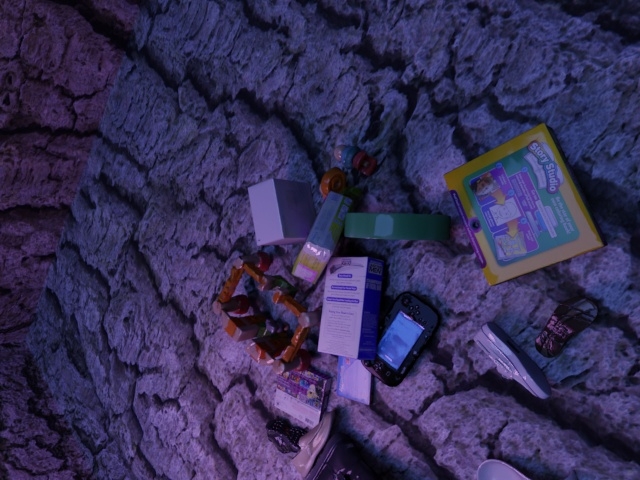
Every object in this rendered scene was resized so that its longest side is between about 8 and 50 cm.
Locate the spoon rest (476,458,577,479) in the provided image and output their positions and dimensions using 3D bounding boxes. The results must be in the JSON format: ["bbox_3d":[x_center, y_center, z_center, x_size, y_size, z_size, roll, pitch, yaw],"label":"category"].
[{"bbox_3d":[0.582,0.696,1.376,0.276,0.084,0.137,-19,79,34],"label":"spoon rest"}]

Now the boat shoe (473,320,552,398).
[{"bbox_3d":[0.554,0.358,1.397,0.084,0.095,0.258,-56,50,28],"label":"boat shoe"}]

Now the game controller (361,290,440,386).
[{"bbox_3d":[0.265,0.332,1.607,0.166,0.067,0.319,38,109,31],"label":"game controller"}]

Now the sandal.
[{"bbox_3d":[0.677,0.237,1.320,0.090,0.060,0.219,44,130,34],"label":"sandal"}]

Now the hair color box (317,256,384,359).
[{"bbox_3d":[0.105,0.228,1.662,0.185,0.110,0.339,-1,80,44],"label":"hair color box"}]

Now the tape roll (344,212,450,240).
[{"bbox_3d":[0.234,-0.044,1.477,0.321,0.321,0.077,2,92,37],"label":"tape roll"}]

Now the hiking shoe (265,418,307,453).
[{"bbox_3d":[-0.118,0.804,1.912,0.226,0.086,0.114,20,125,30],"label":"hiking shoe"}]

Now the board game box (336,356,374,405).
[{"bbox_3d":[0.131,0.440,1.743,0.145,0.027,0.282,6,94,35],"label":"board game box"}]

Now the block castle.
[{"bbox_3d":[-0.179,0.277,1.864,0.453,0.212,0.303,36,107,29],"label":"block castle"}]

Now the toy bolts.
[{"bbox_3d":[0.061,-0.245,1.695,0.158,0.218,0.229,33,92,38],"label":"toy bolts"}]

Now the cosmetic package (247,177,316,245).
[{"bbox_3d":[-0.136,-0.103,1.812,0.138,0.224,0.224,-15,82,36],"label":"cosmetic package"}]

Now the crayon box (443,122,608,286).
[{"bbox_3d":[0.568,-0.093,1.363,0.313,0.106,0.363,-27,75,33],"label":"crayon box"}]

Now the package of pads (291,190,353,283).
[{"bbox_3d":[0.000,0.000,1.639,0.101,0.229,0.296,24,151,-1],"label":"package of pads"}]

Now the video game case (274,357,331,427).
[{"bbox_3d":[-0.073,0.597,1.887,0.232,0.041,0.210,14,100,35],"label":"video game case"}]

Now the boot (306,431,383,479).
[{"bbox_3d":[0.120,0.936,1.600,0.445,0.146,0.367,35,111,51],"label":"boot"}]

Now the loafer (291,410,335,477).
[{"bbox_3d":[-0.029,0.742,1.773,0.092,0.102,0.269,27,93,11],"label":"loafer"}]
